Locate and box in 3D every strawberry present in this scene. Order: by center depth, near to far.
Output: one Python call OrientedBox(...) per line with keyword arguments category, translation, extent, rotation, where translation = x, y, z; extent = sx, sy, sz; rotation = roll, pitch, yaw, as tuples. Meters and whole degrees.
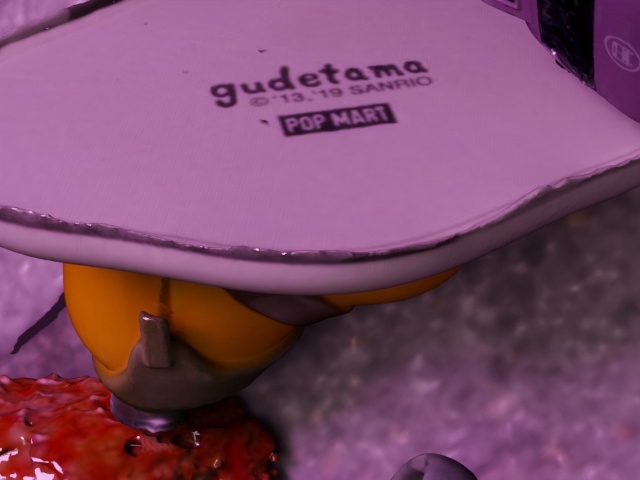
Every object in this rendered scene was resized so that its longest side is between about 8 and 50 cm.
OrientedBox(category="strawberry", translation=(-0.121, 0.118, 0.461), extent=(0.192, 0.085, 0.140), rotation=(8, 88, 20))

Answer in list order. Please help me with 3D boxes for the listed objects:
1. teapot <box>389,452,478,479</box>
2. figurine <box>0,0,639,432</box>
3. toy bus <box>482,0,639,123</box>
OrientedBox(category="teapot", translation=(-0.012, 0.172, 0.355), extent=(0.162, 0.149, 0.239), rotation=(28, 97, 1))
OrientedBox(category="figurine", translation=(0.000, 0.000, 0.413), extent=(0.250, 0.166, 0.141), rotation=(-2, 130, -4))
OrientedBox(category="toy bus", translation=(0.127, -0.121, 0.347), extent=(0.098, 0.087, 0.178), rotation=(29, 72, 23))
